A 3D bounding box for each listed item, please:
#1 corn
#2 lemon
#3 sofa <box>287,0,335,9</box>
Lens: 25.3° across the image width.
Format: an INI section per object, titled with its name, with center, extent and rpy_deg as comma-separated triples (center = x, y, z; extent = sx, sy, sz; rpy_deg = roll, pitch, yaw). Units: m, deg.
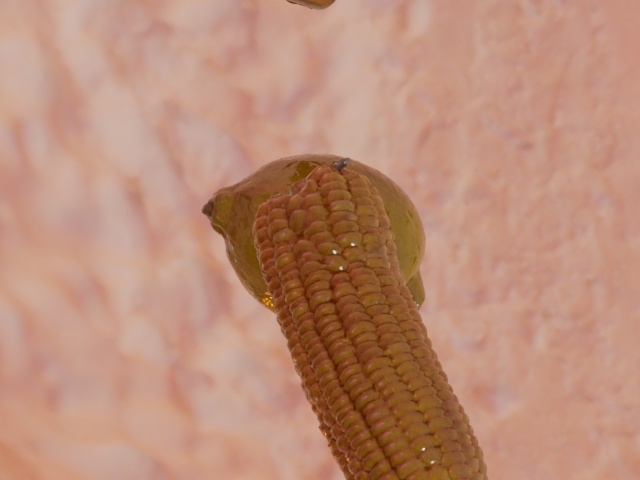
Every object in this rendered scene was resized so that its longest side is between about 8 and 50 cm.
[corn]
center = 0.034, 0.077, 0.921
extent = 0.101, 0.101, 0.291
rpy_deg = 100, 151, -55
[lemon]
center = 0.000, 0.000, 1.480
extent = 0.248, 0.184, 0.184
rpy_deg = 26, 149, -5
[sofa]
center = -0.067, -0.379, 1.482
extent = 0.182, 0.200, 0.258
rpy_deg = -25, 71, 30
